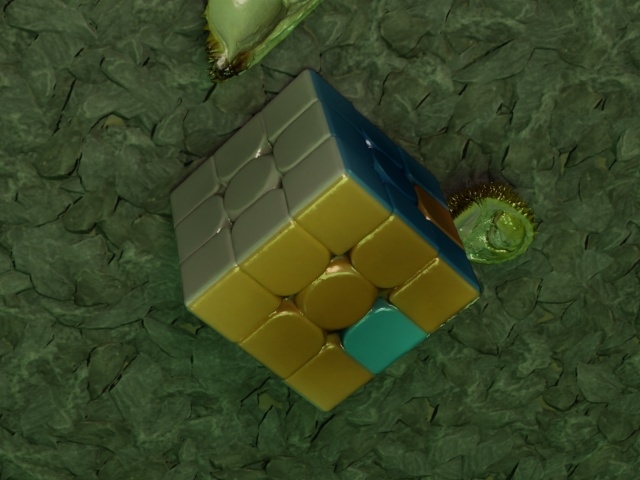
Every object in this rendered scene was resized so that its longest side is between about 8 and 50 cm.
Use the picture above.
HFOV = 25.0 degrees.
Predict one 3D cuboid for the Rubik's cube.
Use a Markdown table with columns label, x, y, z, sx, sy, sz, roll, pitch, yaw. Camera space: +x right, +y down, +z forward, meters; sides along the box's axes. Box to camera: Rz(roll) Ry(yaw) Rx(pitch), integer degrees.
| label | x | y | z | sx | sy | sz | roll | pitch | yaw |
| --- | --- | --- | --- | --- | --- | --- | --- | --- | --- |
| Rubik's cube | 0.000 | 0.000 | 1.979 | 0.291 | 0.290 | 0.292 | -40 | 123 | 16 |

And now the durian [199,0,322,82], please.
| label | x | y | z | sx | sy | sz | roll | pitch | yaw |
| --- | --- | --- | --- | --- | --- | --- | --- | --- | --- |
| durian | -0.068 | -0.305 | 1.851 | 0.252 | 0.139 | 0.144 | -35 | 119 | 14 |

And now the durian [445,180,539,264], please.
| label | x | y | z | sx | sy | sz | roll | pitch | yaw |
| --- | --- | --- | --- | --- | --- | --- | --- | --- | --- |
| durian | 0.233 | -0.019 | 2.137 | 0.146 | 0.102 | 0.208 | 33 | 136 | -25 |
